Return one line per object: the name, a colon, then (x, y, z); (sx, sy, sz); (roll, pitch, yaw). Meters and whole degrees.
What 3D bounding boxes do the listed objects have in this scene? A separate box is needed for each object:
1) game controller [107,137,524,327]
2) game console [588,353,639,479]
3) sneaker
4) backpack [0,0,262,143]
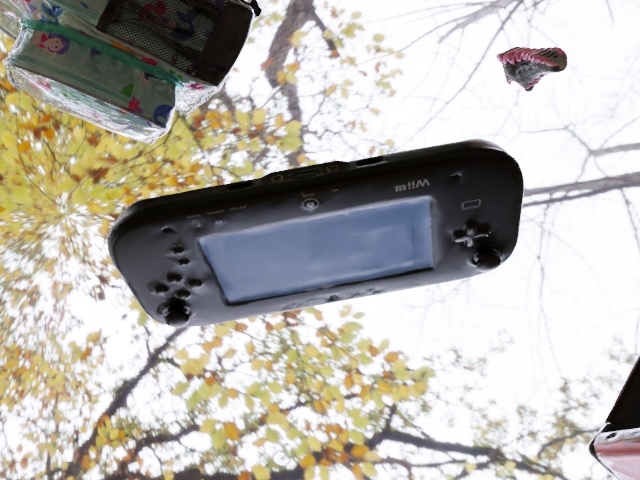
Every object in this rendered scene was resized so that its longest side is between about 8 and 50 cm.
game controller: (0.000, 0.000, 0.652); (0.319, 0.166, 0.067); (-11, -116, 2)
game console: (0.211, 0.116, 0.383); (0.144, 0.124, 0.085); (41, -104, 9)
sneaker: (0.280, -0.222, 1.073); (0.047, 0.119, 0.057); (-20, -68, -20)
backpack: (-0.222, -0.218, 0.834); (0.254, 0.225, 0.191); (31, -99, -18)
